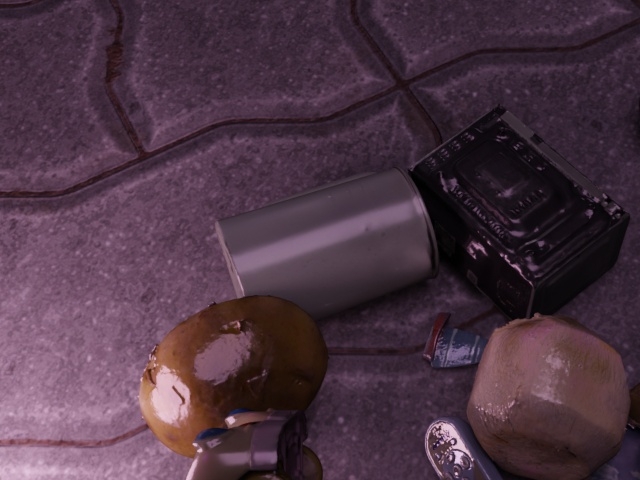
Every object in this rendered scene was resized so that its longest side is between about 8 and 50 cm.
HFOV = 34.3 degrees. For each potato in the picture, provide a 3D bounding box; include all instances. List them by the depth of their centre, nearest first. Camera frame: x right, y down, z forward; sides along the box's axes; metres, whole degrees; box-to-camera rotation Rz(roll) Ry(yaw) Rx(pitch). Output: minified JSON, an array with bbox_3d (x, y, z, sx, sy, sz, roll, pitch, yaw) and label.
[{"bbox_3d":[-0.125,0.213,1.518,0.299,0.239,0.116,-28,16,-5],"label":"potato"}]

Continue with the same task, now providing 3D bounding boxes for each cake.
[{"bbox_3d":[0.469,0.222,1.512,0.052,0.121,0.065,-36,52,-24],"label":"cake"}]

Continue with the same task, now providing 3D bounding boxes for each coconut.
[{"bbox_3d":[0.328,0.216,1.493,0.227,0.227,0.230,13,57,13],"label":"coconut"}]

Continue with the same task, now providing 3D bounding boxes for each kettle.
[{"bbox_3d":[0.006,0.015,1.683,0.318,0.265,0.205,-20,93,-7],"label":"kettle"}]

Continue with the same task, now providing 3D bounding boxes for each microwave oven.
[{"bbox_3d":[0.312,-0.042,1.675,0.237,0.181,0.295,-34,62,-17],"label":"microwave oven"}]

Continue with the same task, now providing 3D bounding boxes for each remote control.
[{"bbox_3d":[0.230,0.361,1.494,0.047,0.087,0.244,1,48,-43],"label":"remote control"}]

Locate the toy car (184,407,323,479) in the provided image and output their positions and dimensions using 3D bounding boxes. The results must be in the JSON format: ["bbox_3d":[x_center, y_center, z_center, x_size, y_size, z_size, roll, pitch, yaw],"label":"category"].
[{"bbox_3d":[-0.117,0.398,1.357,0.226,0.242,0.336,-4,88,8],"label":"toy car"}]

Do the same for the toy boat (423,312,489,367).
[{"bbox_3d":[0.230,0.170,1.638,0.122,0.034,0.096,18,67,14],"label":"toy boat"}]

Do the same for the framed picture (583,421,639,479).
[{"bbox_3d":[0.475,0.359,1.507,0.189,0.023,0.260,19,61,17],"label":"framed picture"}]
